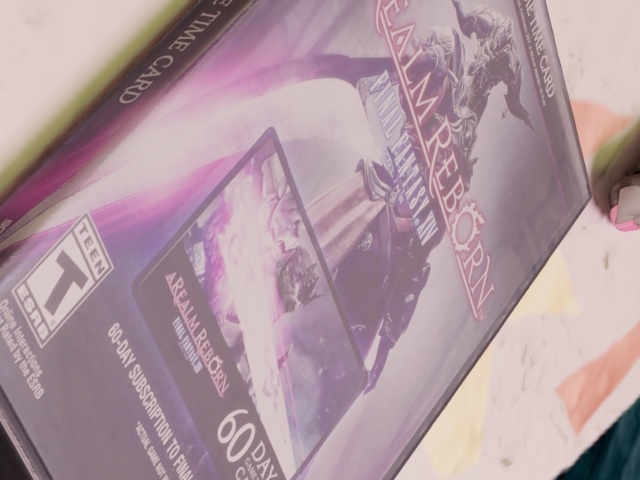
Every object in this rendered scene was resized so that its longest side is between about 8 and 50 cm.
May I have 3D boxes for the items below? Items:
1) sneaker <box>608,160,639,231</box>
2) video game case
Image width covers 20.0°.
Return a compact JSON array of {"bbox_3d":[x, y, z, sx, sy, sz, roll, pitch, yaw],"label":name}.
[{"bbox_3d":[0.156,-0.037,0.782,0.119,0.047,0.057,-16,94,-53],"label":"sneaker"},{"bbox_3d":[0.000,0.000,0.584,0.274,0.026,0.196,-50,137,-32],"label":"video game case"}]
